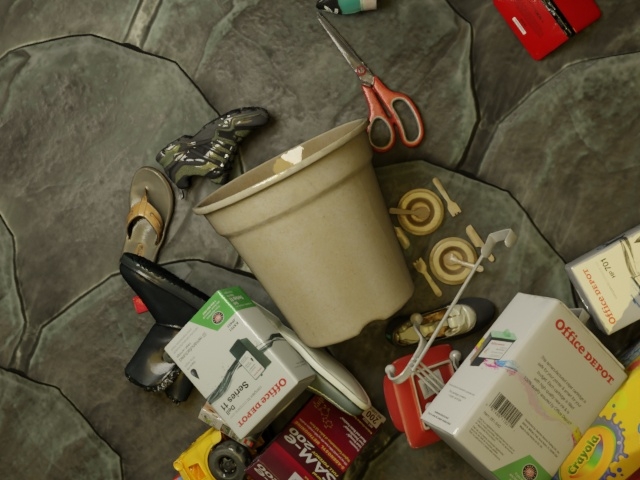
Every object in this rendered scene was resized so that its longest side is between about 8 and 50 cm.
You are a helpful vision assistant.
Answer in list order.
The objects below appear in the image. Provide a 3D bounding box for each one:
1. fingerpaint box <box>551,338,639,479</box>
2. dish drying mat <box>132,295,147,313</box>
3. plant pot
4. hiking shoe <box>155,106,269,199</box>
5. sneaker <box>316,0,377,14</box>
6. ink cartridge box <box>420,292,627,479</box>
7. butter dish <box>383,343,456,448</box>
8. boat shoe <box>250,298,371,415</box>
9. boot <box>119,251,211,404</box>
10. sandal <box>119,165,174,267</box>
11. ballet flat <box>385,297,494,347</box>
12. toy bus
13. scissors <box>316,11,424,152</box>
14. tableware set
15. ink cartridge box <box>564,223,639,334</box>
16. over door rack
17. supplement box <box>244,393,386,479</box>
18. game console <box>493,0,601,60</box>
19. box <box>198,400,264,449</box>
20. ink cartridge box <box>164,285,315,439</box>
[{"bbox_3d":[0.644,0.349,1.602,0.445,0.163,0.371,-43,87,6],"label":"fingerpaint box"},{"bbox_3d":[-0.313,0.110,1.777,0.083,0.008,0.032,-19,91,6],"label":"dish drying mat"},{"bbox_3d":[0.000,0.000,1.608,0.333,0.334,0.305,-26,101,6],"label":"plant pot"},{"bbox_3d":[-0.183,-0.164,1.727,0.227,0.086,0.114,-25,103,12],"label":"hiking shoe"},{"bbox_3d":[0.025,-0.554,1.667,0.121,0.108,0.302,-7,93,2],"label":"sneaker"},{"bbox_3d":[0.334,0.253,1.532,0.201,0.117,0.278,44,78,-19],"label":"ink cartridge box"},{"bbox_3d":[0.171,0.278,1.681,0.160,0.118,0.160,-12,88,-37],"label":"butter dish"},{"bbox_3d":[-0.056,0.218,1.653,0.319,0.116,0.099,36,96,11],"label":"boat shoe"},{"bbox_3d":[-0.305,0.165,1.721,0.246,0.094,0.207,33,93,-13],"label":"boot"},{"bbox_3d":[-0.333,-0.028,1.748,0.090,0.060,0.219,16,94,5],"label":"sandal"},{"bbox_3d":[0.216,0.153,1.690,0.203,0.074,0.074,-14,90,6],"label":"ballet flat"},{"bbox_3d":[-0.168,0.447,1.714,0.211,0.149,0.220,-34,91,19],"label":"toy bus"},{"bbox_3d":[0.094,-0.299,1.716,0.109,0.021,0.297,-22,88,9],"label":"scissors"},{"bbox_3d":[0.210,-0.006,1.700,0.128,0.039,0.194,-35,88,6],"label":"tableware set"},{"bbox_3d":[0.548,0.060,1.645,0.190,0.082,0.140,-30,89,5],"label":"ink cartridge box"},{"bbox_3d":[0.283,0.175,1.626,0.239,0.108,0.324,43,79,-22],"label":"over door rack"},{"bbox_3d":[-0.006,0.358,1.648,0.130,0.073,0.239,43,52,3],"label":"supplement box"},{"bbox_3d":[0.404,-0.417,1.678,0.124,0.085,0.144,-37,87,37],"label":"game console"},{"bbox_3d":[-0.118,0.261,1.678,0.114,0.207,0.036,30,139,5],"label":"box"},{"bbox_3d":[-0.134,0.204,1.573,0.208,0.087,0.153,47,105,13],"label":"ink cartridge box"}]
